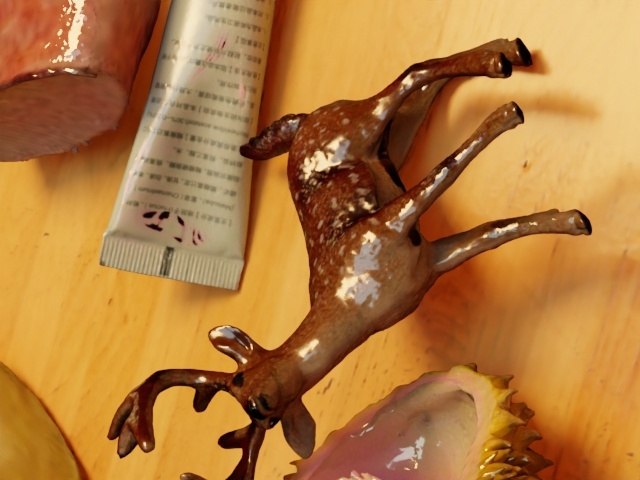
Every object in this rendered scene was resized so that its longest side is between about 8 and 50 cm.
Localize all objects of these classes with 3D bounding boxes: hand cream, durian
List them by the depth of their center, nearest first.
[{"bbox_3d":[0.051,0.143,0.829,0.182,0.132,0.165,-51,56,38],"label":"durian"},{"bbox_3d":[-0.057,-0.139,0.986,0.058,0.085,0.331,172,109,-77],"label":"hand cream"}]

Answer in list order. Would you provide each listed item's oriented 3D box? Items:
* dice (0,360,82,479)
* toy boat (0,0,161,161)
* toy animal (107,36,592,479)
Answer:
[{"bbox_3d":[-0.260,0.163,1.009,0.169,0.166,0.169,-48,61,18],"label":"dice"},{"bbox_3d":[-0.160,-0.196,1.051,0.206,0.096,0.282,-30,52,56],"label":"toy boat"},{"bbox_3d":[0.012,0.013,0.874,0.260,0.087,0.243,-32,30,20],"label":"toy animal"}]
